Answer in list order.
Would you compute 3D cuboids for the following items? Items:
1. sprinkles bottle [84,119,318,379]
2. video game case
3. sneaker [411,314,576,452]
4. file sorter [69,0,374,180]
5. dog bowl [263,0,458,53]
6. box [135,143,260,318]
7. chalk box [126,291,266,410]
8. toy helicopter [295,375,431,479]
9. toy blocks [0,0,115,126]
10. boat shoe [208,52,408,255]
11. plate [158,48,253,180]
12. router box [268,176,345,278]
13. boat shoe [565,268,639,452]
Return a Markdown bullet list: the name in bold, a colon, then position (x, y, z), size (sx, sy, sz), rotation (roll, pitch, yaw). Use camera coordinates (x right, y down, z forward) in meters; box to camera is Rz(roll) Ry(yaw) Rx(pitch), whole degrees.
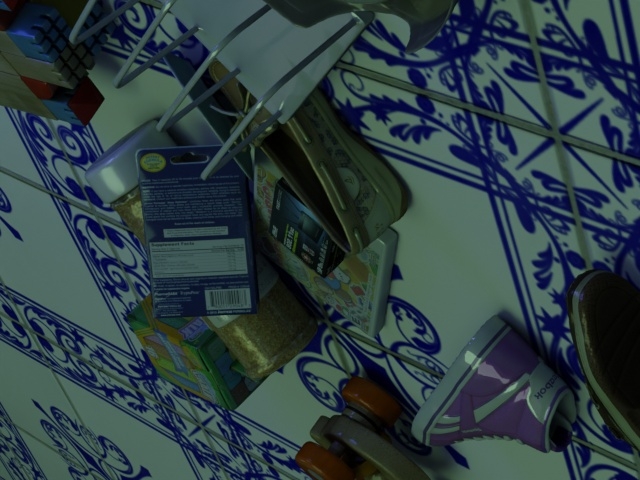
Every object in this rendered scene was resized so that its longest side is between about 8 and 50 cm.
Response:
- **sprinkles bottle**: position (-0.153, 0.013, 2.198), size (0.355, 0.121, 0.121), rotation (51, 155, -12)
- **video game case**: position (0.000, 0.000, 2.053), size (0.206, 0.026, 0.227), rotation (37, 154, 19)
- **sneaker**: position (0.206, 0.211, 1.965), size (0.161, 0.102, 0.282), rotation (39, 154, 8)
- **file sorter**: position (-0.131, -0.232, 1.688), size (0.278, 0.173, 0.193), rotation (46, 139, 2)
- **dog bowl**: position (0.009, -0.328, 1.460), size (0.349, 0.102, 0.349), rotation (36, 152, 22)
- **box**: position (-0.152, -0.014, 2.103), size (0.136, 0.036, 0.225), rotation (-2, 110, 5)
- **chalk box**: position (-0.141, 0.137, 2.353), size (0.213, 0.132, 0.132), rotation (18, 143, 43)
- **toy helicopter**: position (0.083, 0.327, 2.341), size (0.235, 0.140, 0.355), rotation (36, 165, 1)
- **toy blocks**: position (-0.379, -0.271, 2.077), size (0.261, 0.191, 0.381), rotation (16, 156, 35)
- **boat shoe**: position (-0.028, -0.110, 1.855), size (0.285, 0.089, 0.104), rotation (44, 156, 5)
- **plate**: position (-0.125, -0.152, 1.959), size (0.188, 0.024, 0.188), rotation (55, -178, -3)
- **router box**: position (-0.012, -0.021, 1.966), size (0.092, 0.038, 0.122), rotation (40, 154, 15)
- **boat shoe**: position (0.296, 0.129, 1.711), size (0.095, 0.095, 0.257), rotation (21, 146, 52)
